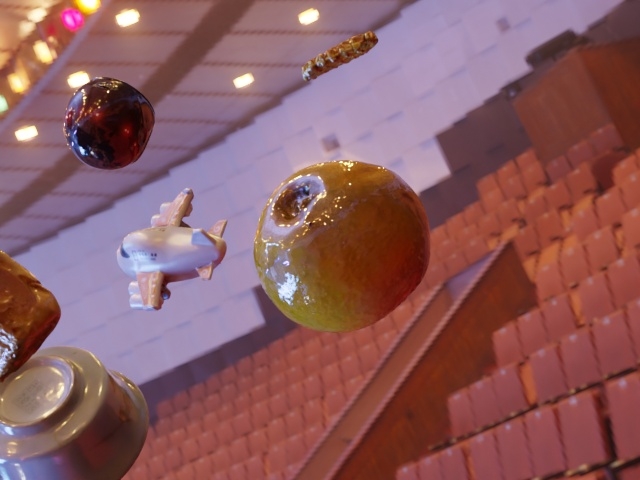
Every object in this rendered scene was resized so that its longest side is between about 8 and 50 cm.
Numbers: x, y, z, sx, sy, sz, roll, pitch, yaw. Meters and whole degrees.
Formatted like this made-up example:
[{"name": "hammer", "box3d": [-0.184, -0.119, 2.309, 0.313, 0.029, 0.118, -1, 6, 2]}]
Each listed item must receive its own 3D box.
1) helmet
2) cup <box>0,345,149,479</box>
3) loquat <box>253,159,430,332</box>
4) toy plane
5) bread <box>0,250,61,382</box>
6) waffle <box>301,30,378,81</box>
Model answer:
[{"name": "helmet", "box3d": [-0.490, -0.265, 2.304, 0.189, 0.216, 0.193, 10, 22, 9]}, {"name": "cup", "box3d": [-0.514, 0.331, 1.906, 0.347, 0.347, 0.163, -22, -47, -9]}, {"name": "loquat", "box3d": [0.035, 0.009, 1.542, 0.275, 0.275, 0.275, -23, -14, -6]}, {"name": "toy plane", "box3d": [-0.270, 0.018, 1.800, 0.245, 0.244, 0.117, -28, -40, 16]}, {"name": "bread", "box3d": [-0.540, 0.072, 1.496, 0.132, 0.294, 0.167, -55, 4, -39]}, {"name": "waffle", "box3d": [0.042, -0.410, 2.235, 0.191, 0.038, 0.191, -27, 1, 1]}]
